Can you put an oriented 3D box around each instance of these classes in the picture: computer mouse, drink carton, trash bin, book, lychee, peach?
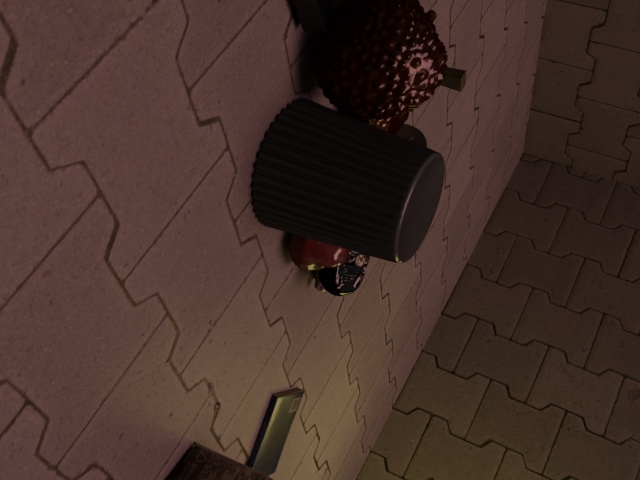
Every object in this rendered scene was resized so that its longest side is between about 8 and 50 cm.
[{"bbox_3d":[0.061,0.027,1.921,0.137,0.096,0.233,15,96,-40],"label":"computer mouse"},{"bbox_3d":[-0.176,0.613,1.690,0.194,0.325,0.132,92,24,-45],"label":"drink carton"},{"bbox_3d":[0.416,-0.521,2.374,0.043,0.092,0.061,-56,155,-29],"label":"trash bin"},{"bbox_3d":[-0.135,0.563,2.144,0.191,0.025,0.269,12,98,-67],"label":"book"},{"bbox_3d":[0.128,-0.394,1.560,0.304,0.275,0.275,-39,152,-8],"label":"lychee"},{"bbox_3d":[0.000,0.000,1.806,0.152,0.152,0.152,-50,152,-40],"label":"peach"}]

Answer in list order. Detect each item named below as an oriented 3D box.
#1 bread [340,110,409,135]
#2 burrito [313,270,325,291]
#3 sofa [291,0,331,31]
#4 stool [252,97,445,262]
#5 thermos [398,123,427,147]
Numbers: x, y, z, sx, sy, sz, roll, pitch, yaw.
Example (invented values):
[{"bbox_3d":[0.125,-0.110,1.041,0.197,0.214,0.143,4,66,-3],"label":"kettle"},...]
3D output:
[{"bbox_3d":[0.140,-0.320,1.838,0.247,0.135,0.232,-33,139,-57],"label":"bread"},{"bbox_3d":[0.022,0.025,1.993,0.058,0.063,0.229,2,103,-26],"label":"burrito"},{"bbox_3d":[-0.025,-0.480,1.422,0.147,0.060,0.085,62,35,-63],"label":"sofa"},{"bbox_3d":[0.068,-0.117,1.586,0.297,0.330,0.297,-51,153,-39],"label":"stool"},{"bbox_3d":[0.225,-0.192,2.160,0.265,0.146,0.176,84,27,-59],"label":"thermos"}]
